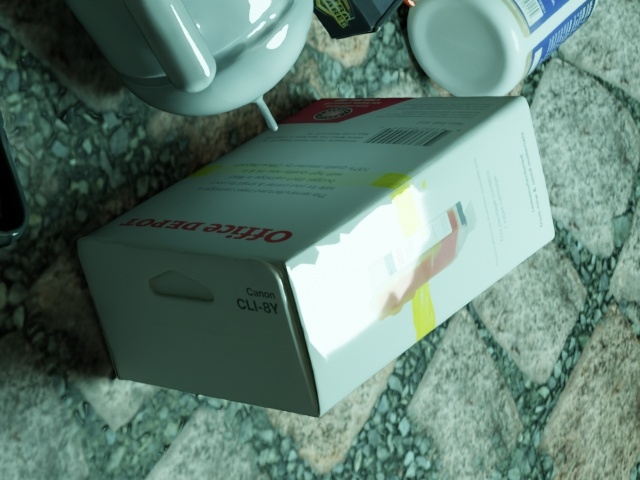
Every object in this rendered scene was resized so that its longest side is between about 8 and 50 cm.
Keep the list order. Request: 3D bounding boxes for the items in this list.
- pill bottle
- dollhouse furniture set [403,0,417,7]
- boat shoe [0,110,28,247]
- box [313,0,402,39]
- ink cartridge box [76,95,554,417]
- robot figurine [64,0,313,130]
[{"bbox_3d":[0.230,-0.284,2.008,0.264,0.153,0.153,-41,122,-38],"label":"pill bottle"},{"bbox_3d":[0.026,-0.352,1.823,0.259,0.135,0.262,33,68,-32],"label":"dollhouse furniture set"},{"bbox_3d":[-0.325,-0.138,1.424,0.127,0.113,0.340,-29,114,-43],"label":"boat shoe"},{"bbox_3d":[0.030,-0.401,1.695,0.295,0.073,0.293,53,58,-24],"label":"box"},{"bbox_3d":[0.000,0.000,1.678,0.384,0.279,0.160,-33,117,-41],"label":"ink cartridge box"},{"bbox_3d":[-0.136,-0.255,1.563,0.353,0.199,0.300,56,20,-33],"label":"robot figurine"}]
